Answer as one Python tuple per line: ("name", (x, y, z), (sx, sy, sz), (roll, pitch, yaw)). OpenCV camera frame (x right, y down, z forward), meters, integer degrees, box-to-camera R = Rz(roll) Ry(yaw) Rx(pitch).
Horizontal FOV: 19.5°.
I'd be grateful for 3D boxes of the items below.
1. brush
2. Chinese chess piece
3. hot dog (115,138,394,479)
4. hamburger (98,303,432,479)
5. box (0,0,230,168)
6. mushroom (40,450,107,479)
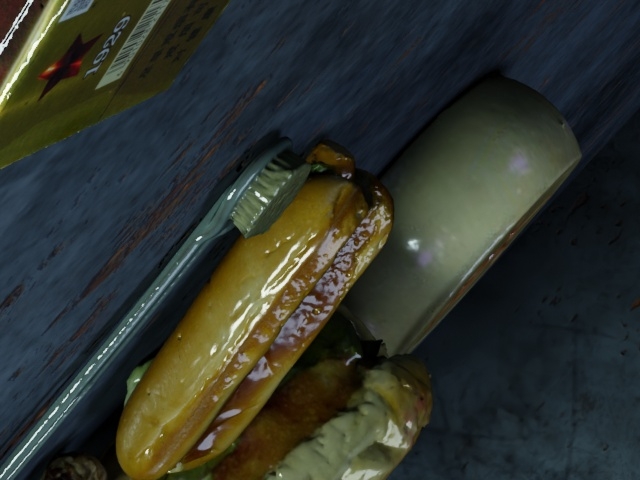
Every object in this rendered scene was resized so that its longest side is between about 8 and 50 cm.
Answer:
("brush", (-0.097, 0.049, 0.997), (0.266, 0.027, 0.062), (-49, 171, 13))
("Chinese chess piece", (0.098, -0.014, 1.470), (0.251, 0.097, 0.251), (-47, 173, -8))
("hot dog", (-0.046, 0.048, 1.120), (0.249, 0.068, 0.100), (-53, 160, 23))
("hamburger", (-0.033, 0.135, 1.284), (0.330, 0.162, 0.209), (-36, 164, -45))
("box", (-0.066, -0.070, 0.589), (0.090, 0.023, 0.133), (-54, 170, 32))
("mushroom", (-0.183, 0.235, 1.168), (0.148, 0.227, 0.217), (14, 85, -47))
